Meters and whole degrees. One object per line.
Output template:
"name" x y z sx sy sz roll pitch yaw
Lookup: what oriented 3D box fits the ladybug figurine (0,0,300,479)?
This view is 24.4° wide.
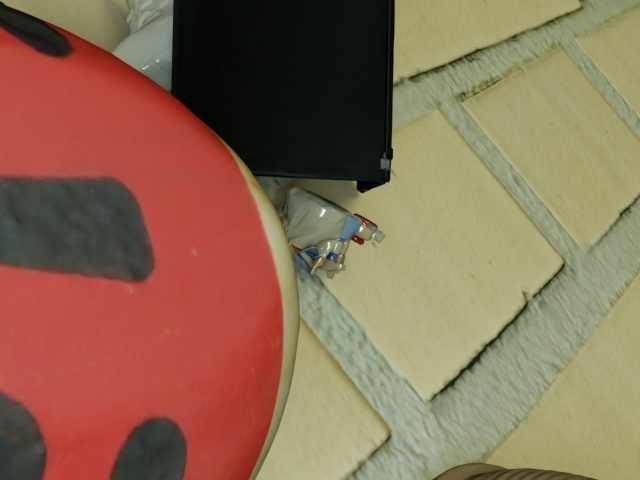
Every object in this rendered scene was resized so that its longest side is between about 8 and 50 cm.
"ladybug figurine" -0.157 0.026 0.531 0.449 0.162 0.305 -3 71 -56

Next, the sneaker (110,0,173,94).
"sneaker" -0.095 -0.136 0.962 0.115 0.090 0.232 34 27 7

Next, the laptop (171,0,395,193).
"laptop" -0.020 -0.152 0.947 0.264 0.136 0.234 -172 -96 -87

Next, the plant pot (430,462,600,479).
"plant pot" 0.157 0.217 0.838 0.237 0.110 0.237 35 31 -26

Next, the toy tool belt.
"toy tool belt" 0.000 0.000 0.960 0.052 0.051 0.083 34 7 36
